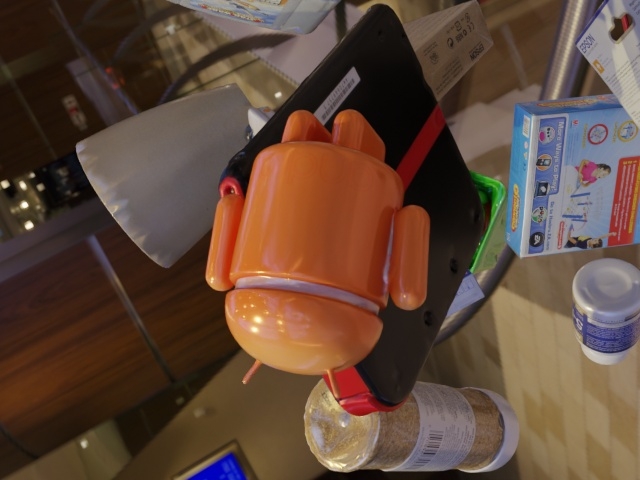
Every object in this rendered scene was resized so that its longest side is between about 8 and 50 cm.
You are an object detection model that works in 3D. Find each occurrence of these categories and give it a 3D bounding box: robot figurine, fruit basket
[{"bbox_3d":[-0.006,0.009,0.610,0.128,0.158,0.220,141,141,-71],"label":"robot figurine"},{"bbox_3d":[0.258,-0.099,1.869,0.392,0.283,0.392,21,-173,-3],"label":"fruit basket"}]

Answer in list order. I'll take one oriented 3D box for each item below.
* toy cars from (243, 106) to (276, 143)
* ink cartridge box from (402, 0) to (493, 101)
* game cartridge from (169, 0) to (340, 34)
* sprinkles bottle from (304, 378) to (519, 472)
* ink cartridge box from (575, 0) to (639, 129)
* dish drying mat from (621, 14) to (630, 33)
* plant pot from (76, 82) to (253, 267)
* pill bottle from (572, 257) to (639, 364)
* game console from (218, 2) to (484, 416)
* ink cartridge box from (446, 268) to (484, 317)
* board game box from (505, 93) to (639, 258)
[{"bbox_3d":[0.000,0.000,1.060,0.176,0.087,0.394,-12,101,66],"label":"toy cars"},{"bbox_3d":[0.136,-0.279,1.240,0.193,0.235,0.088,-6,121,46],"label":"ink cartridge box"},{"bbox_3d":[-0.127,-0.401,1.225,0.198,0.297,0.062,160,120,-74],"label":"game cartridge"},{"bbox_3d":[0.135,0.247,1.034,0.355,0.121,0.121,19,-155,-48],"label":"sprinkles bottle"},{"bbox_3d":[0.508,-0.212,1.059,0.330,0.071,0.324,57,-179,6],"label":"ink cartridge box"},{"bbox_3d":[0.501,-0.348,1.266,0.032,0.008,0.083,53,-149,-60],"label":"dish drying mat"},{"bbox_3d":[-0.219,-0.137,1.304,0.256,0.274,0.256,55,-179,-2],"label":"plant pot"},{"bbox_3d":[0.474,0.125,1.279,0.112,0.112,0.187,51,169,40],"label":"pill bottle"},{"bbox_3d":[0.061,-0.038,0.875,0.060,0.387,0.342,-10,123,38],"label":"game console"},{"bbox_3d":[0.137,0.102,1.172,0.046,0.207,0.097,59,-175,-16],"label":"ink cartridge box"},{"bbox_3d":[0.538,-0.133,1.561,0.086,0.301,0.308,-113,19,-62],"label":"board game box"}]
